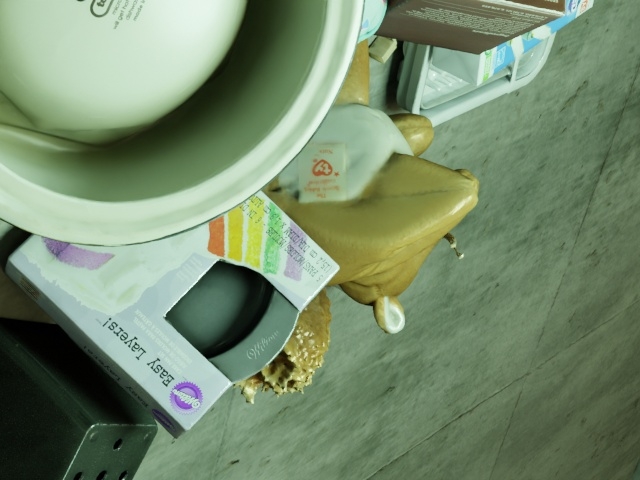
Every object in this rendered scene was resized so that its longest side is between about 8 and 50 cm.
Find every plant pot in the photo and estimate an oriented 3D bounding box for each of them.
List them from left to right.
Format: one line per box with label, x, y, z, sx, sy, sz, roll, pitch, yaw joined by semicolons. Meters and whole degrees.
plant pot;-0.288;0.207;1.567;0.188;0.167;0.187;-63;153;6

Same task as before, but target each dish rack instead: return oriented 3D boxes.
dish rack;0.219;-0.314;1.966;0.333;0.072;0.285;-28;141;-44

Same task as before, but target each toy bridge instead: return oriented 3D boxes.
toy bridge;0.066;-0.293;1.787;0.063;0.026;0.188;-53;152;-15

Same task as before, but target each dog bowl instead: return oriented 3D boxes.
dog bowl;-0.172;-0.209;1.221;0.408;0.150;0.408;-14;120;-25

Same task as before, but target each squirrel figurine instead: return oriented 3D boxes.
squirrel figurine;0.000;0.000;1.795;0.397;0.281;0.370;-39;160;-6

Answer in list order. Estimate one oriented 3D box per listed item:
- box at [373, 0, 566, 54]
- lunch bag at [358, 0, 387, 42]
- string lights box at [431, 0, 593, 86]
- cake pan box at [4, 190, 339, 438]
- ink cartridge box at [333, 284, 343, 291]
box;0.153;-0.315;1.610;0.167;0.203;0.168;7;82;-21
lunch bag;-0.047;-0.288;1.472;0.279;0.108;0.224;-27;120;-48
string lights box;0.253;-0.316;1.864;0.259;0.077;0.133;-36;144;-35
cake pan box;-0.149;0.034;1.527;0.246;0.267;0.070;-45;-179;-19
ink cartridge box;0.063;0.000;2.045;0.135;0.056;0.099;-48;152;-19
